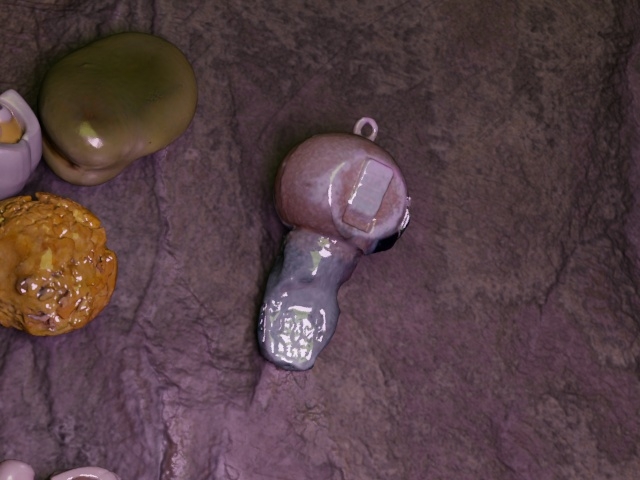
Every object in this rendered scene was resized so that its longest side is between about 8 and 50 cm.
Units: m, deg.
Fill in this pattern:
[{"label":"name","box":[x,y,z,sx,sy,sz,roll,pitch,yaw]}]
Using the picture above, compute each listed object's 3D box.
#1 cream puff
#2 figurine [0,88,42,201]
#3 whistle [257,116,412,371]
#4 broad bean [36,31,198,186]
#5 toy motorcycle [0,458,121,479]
[{"label":"cream puff","box":[-0.334,0.027,1.319,0.189,0.129,0.189,6,63,-11]},{"label":"figurine","box":[-0.461,-0.136,1.359,0.236,0.133,0.176,20,45,0]},{"label":"whistle","box":[0.000,0.000,1.442,0.189,0.189,0.347,21,83,-6]},{"label":"broad bean","box":[-0.274,-0.180,1.459,0.189,0.121,0.263,35,46,6]},{"label":"toy motorcycle","box":[-0.306,0.349,1.181,0.341,0.108,0.223,-37,89,-35]}]
